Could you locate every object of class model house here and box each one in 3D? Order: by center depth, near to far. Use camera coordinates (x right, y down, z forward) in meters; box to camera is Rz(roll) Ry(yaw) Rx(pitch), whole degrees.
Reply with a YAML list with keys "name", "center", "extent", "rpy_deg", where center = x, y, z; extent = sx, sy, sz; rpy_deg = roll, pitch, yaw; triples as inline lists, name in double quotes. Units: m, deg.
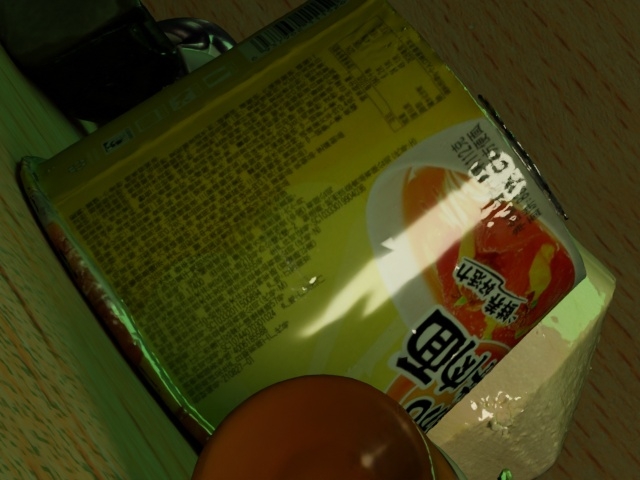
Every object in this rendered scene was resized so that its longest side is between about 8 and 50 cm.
- name: "model house"
  center: [-0.176, -0.161, 1.071]
  extent: [0.165, 0.106, 0.152]
  rpy_deg: [58, 5, 31]

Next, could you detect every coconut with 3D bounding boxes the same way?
- name: "coconut"
  center: [0.073, 0.066, 0.967]
  extent: [0.244, 0.239, 0.239]
  rpy_deg: [47, 1, 1]

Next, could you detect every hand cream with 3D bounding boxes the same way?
- name: "hand cream"
  center: [0.035, 0.140, 0.588]
  extent: [0.139, 0.089, 0.314]
  rpy_deg: [21, -14, 28]

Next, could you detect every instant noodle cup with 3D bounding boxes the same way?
- name: "instant noodle cup"
  center: [0.000, 0.000, 0.746]
  extent: [0.264, 0.200, 0.264]
  rpy_deg: [51, 0, 1]

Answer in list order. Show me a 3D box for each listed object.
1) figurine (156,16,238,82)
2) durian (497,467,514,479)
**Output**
- name: "figurine"
  center: [-0.109, -0.104, 1.251]
  extent: [0.222, 0.145, 0.145]
  rpy_deg: [58, 2, 18]
- name: "durian"
  center: [0.066, 0.172, 0.379]
  extent: [0.215, 0.100, 0.086]
  rpy_deg: [63, 2, 24]
